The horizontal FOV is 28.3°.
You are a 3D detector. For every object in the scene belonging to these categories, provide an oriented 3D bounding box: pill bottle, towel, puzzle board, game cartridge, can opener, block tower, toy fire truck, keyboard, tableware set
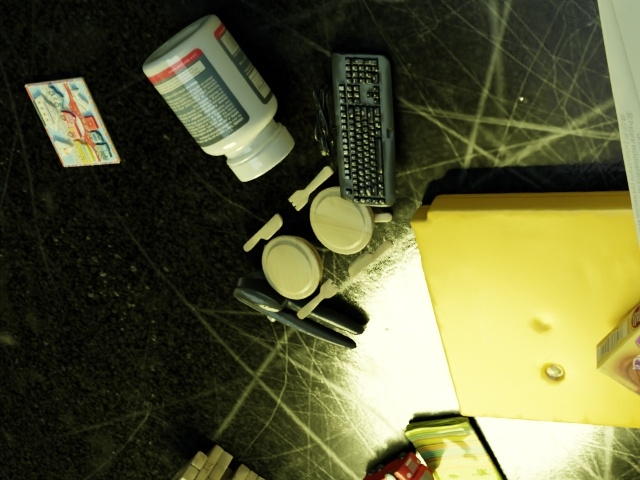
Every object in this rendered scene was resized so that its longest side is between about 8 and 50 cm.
[{"bbox_3d":[-0.114,-0.163,1.486,0.108,0.108,0.180,-22,113,38],"label":"pill bottle"},{"bbox_3d":[0.211,0.343,1.777,0.102,0.021,0.237,-14,118,35],"label":"towel"},{"bbox_3d":[-0.327,-0.153,1.669,0.096,0.011,0.128,-3,123,29],"label":"puzzle board"},{"bbox_3d":[0.275,0.085,1.527,0.285,0.052,0.323,0,123,27],"label":"game cartridge"},{"bbox_3d":[-0.032,0.097,1.685,0.186,0.073,0.059,27,126,-7],"label":"can opener"},{"bbox_3d":[-0.079,0.453,1.964,0.335,0.091,0.097,38,134,-5],"label":"block tower"},{"bbox_3d":[0.118,0.386,1.826,0.135,0.047,0.192,44,141,-4],"label":"toy fire truck"},{"bbox_3d":[0.035,-0.124,1.471,0.100,0.038,0.192,7,119,22],"label":"keyboard"},{"bbox_3d":[0.000,0.000,1.602,0.128,0.039,0.194,51,127,4],"label":"tableware set"}]

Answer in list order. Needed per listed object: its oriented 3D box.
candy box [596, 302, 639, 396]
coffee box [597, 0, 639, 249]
[{"bbox_3d":[0.408,0.101,1.412,0.109,0.053,0.186,32,122,-10],"label":"candy box"},{"bbox_3d":[0.435,-0.189,1.026,0.334,0.337,0.338,0,124,27],"label":"coffee box"}]
